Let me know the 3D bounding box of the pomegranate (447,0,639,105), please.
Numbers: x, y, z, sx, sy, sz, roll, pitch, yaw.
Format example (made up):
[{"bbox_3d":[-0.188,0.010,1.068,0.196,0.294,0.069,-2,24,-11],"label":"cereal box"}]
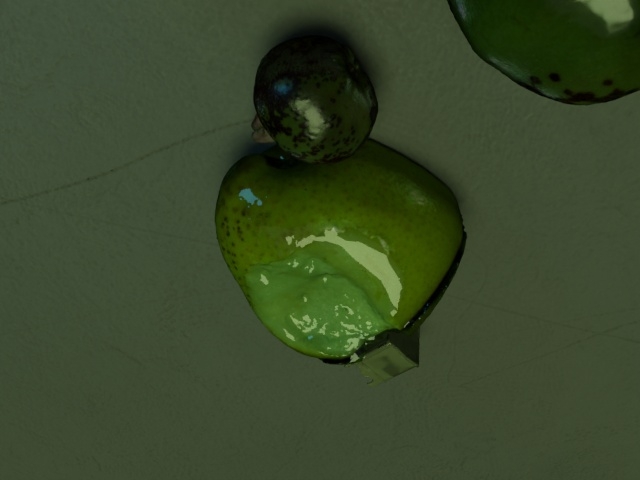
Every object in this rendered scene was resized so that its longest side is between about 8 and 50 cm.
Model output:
[{"bbox_3d":[0.215,-0.236,0.700,0.254,0.254,0.270,22,155,-10],"label":"pomegranate"}]

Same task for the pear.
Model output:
[{"bbox_3d":[0.000,0.000,0.970,0.292,0.159,0.292,5,128,7],"label":"pear"}]

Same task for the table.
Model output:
[{"bbox_3d":[0.083,0.141,1.121,0.083,0.079,0.062,-33,119,31],"label":"table"}]

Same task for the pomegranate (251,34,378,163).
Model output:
[{"bbox_3d":[-0.013,-0.150,0.885,0.138,0.163,0.125,40,83,-25],"label":"pomegranate"}]
